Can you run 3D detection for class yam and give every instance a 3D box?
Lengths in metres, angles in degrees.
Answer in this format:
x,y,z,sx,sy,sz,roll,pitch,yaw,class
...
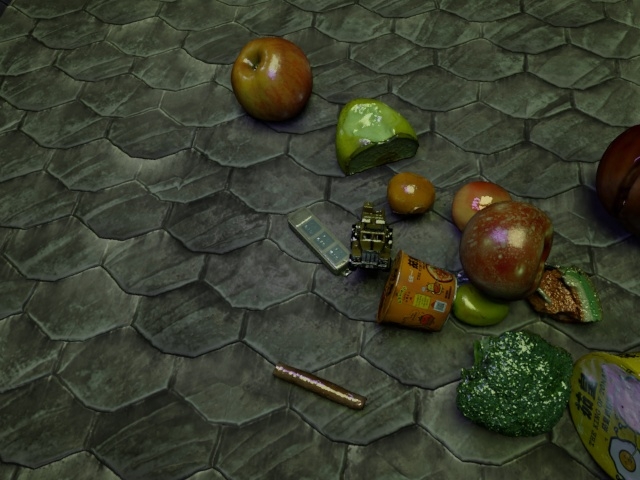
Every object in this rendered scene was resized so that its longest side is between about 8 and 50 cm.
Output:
x,y,z,sx,sy,sz,roll,pitch,yaw,class
-0.003,0.390,1.402,0.264,0.046,0.046,19,63,14,yam

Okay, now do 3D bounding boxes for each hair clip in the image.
x,y,z,sx,sy,sz,roll,pitch,yaw,class
0.397,0.114,1.545,0.229,0.036,0.066,7,56,13,hair clip

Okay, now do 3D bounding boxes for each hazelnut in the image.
x,y,z,sx,sy,sz,roll,pitch,yaw,class
1.020,-0.164,1.508,0.410,0.359,0.359,3,61,13,hazelnut

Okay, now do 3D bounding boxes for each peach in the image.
x,y,z,sx,sy,sz,roll,pitch,yaw,class
0.482,-0.091,1.582,0.184,0.184,0.184,-1,61,2,peach

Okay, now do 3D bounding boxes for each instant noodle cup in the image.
x,y,z,sx,sy,sz,roll,pitch,yaw,class
0.794,0.396,1.230,0.254,0.325,0.325,-10,60,-14,instant noodle cup
0.265,0.150,1.443,0.172,0.215,0.215,18,63,1,instant noodle cup

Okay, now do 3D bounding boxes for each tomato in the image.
x,y,z,sx,sy,sz,roll,pitch,yaw,class
0.485,0.024,1.401,0.223,0.270,0.270,21,63,31,tomato

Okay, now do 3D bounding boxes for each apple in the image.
x,y,z,sx,sy,sz,roll,pitch,yaw,class
-0.167,-0.571,1.822,0.302,0.301,0.301,-1,61,2,apple

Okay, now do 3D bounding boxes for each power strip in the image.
x,y,z,sx,sy,sz,roll,pitch,yaw,class
0.000,0.000,1.616,0.078,0.052,0.272,-36,65,-17,power strip

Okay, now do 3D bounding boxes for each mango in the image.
x,y,z,sx,sy,sz,roll,pitch,yaw,class
0.444,0.184,1.472,0.163,0.089,0.117,18,57,11,mango

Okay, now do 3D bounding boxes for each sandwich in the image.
x,y,z,sx,sy,sz,roll,pitch,yaw,class
0.676,0.168,1.453,0.160,0.109,0.184,-30,85,6,sandwich

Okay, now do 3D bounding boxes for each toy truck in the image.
x,y,z,sx,sy,sz,roll,pitch,yaw,class
0.149,-0.007,1.526,0.127,0.127,0.257,6,32,4,toy truck

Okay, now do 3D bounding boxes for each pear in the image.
x,y,z,sx,sy,sz,roll,pitch,yaw,class
0.172,-0.377,1.764,0.292,0.159,0.292,-2,58,3,pear

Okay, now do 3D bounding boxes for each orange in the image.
x,y,z,sx,sy,sz,roll,pitch,yaw,class
0.279,-0.141,1.636,0.155,0.134,0.154,17,28,-9,orange

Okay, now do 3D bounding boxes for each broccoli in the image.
x,y,z,sx,sy,sz,roll,pitch,yaw,class
0.474,0.343,1.305,0.308,0.307,0.275,-12,36,-4,broccoli

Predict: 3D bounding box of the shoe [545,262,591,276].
x,y,z,sx,sy,sz,roll,pitch,yaw,class
0.700,0.098,1.532,0.159,0.062,0.053,17,88,6,shoe
